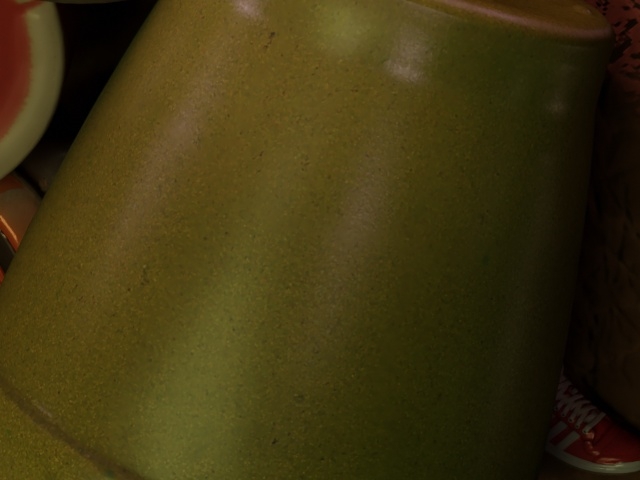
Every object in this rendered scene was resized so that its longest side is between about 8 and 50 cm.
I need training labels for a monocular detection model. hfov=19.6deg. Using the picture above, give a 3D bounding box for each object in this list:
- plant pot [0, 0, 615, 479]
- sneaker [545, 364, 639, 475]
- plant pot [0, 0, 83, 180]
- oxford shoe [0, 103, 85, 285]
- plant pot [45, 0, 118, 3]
[{"bbox_3d":[0.000,0.000,1.061,0.366,0.366,0.353,27,109,24],"label":"plant pot"},{"bbox_3d":[0.156,0.101,1.174,0.118,0.042,0.067,20,124,31],"label":"sneaker"},{"bbox_3d":[-0.268,-0.150,1.163,0.243,0.274,0.275,-119,27,-61],"label":"plant pot"},{"bbox_3d":[-0.228,-0.027,1.342,0.363,0.132,0.130,6,129,59],"label":"oxford shoe"},{"bbox_3d":[-0.169,-0.334,1.006,0.323,0.323,0.280,38,119,17],"label":"plant pot"}]
